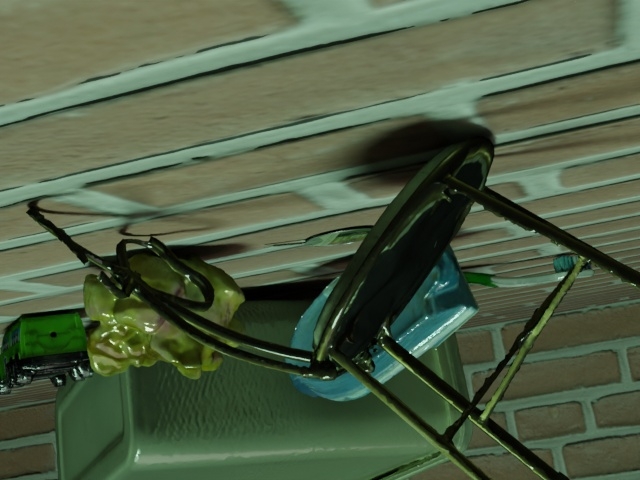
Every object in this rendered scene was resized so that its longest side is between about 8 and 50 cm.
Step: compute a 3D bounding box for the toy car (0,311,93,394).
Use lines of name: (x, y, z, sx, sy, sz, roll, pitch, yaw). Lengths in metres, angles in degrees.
toy car: (-0.268, 0.109, 0.973, 0.071, 0.063, 0.165, -4, 170, -26)

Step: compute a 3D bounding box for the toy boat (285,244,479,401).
toy boat: (0.058, 0.078, 0.876, 0.102, 0.088, 0.215, 13, 137, -45)

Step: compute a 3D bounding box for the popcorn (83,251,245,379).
popcorn: (-0.109, 0.050, 0.710, 0.109, 0.089, 0.097, -8, -177, -26)

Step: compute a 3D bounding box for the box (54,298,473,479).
box: (-0.079, 0.185, 1.091, 0.343, 0.178, 0.352, 2, 156, -25)

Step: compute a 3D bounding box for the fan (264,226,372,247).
fan: (0.008, -0.002, 0.738, 0.080, 0.003, 0.060, -2, 168, -39)

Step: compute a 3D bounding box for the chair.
chair: (0.037, 0.021, 0.513, 0.325, 0.170, 0.160, 34, -173, 14)

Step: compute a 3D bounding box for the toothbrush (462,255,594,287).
toothbrush: (0.155, 0.045, 1.105, 0.303, 0.030, 0.030, -7, 171, -12)
